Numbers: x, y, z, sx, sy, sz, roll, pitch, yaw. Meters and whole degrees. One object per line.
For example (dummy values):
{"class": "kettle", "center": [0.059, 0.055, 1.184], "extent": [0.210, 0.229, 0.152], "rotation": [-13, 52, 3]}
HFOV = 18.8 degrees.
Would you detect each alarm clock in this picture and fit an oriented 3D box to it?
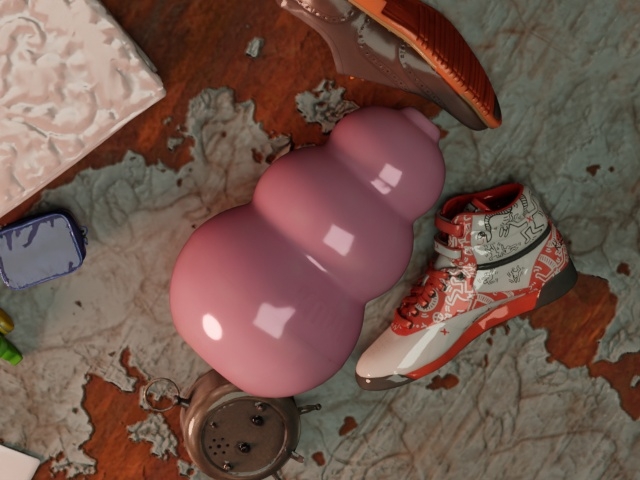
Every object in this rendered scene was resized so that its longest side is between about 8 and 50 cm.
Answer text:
{"class": "alarm clock", "center": [-0.105, 0.197, 2.117], "extent": [0.192, 0.064, 0.129], "rotation": [22, 107, -15]}

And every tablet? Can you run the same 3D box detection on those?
{"class": "tablet", "center": [-0.349, 0.266, 2.129], "extent": [0.054, 0.006, 0.083], "rotation": [24, 107, -19]}

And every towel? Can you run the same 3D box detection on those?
{"class": "towel", "center": [-0.371, -0.183, 1.912], "extent": [0.317, 0.053, 0.332], "rotation": [-35, 114, 4]}

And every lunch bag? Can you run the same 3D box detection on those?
{"class": "lunch bag", "center": [-0.287, 0.006, 2.000], "extent": [0.098, 0.065, 0.067], "rotation": [-17, 99, -2]}

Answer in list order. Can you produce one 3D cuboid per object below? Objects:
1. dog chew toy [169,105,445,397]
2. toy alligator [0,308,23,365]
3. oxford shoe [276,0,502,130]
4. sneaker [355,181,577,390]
{"class": "dog chew toy", "center": [0.000, 0.000, 1.983], "extent": [0.206, 0.206, 0.332], "rotation": [41, 93, -22]}
{"class": "toy alligator", "center": [-0.378, 0.073, 2.017], "extent": [0.056, 0.051, 0.189], "rotation": [-39, 114, 6]}
{"class": "oxford shoe", "center": [0.074, -0.196, 1.978], "extent": [0.271, 0.097, 0.098], "rotation": [41, 118, -16]}
{"class": "sneaker", "center": [0.132, 0.042, 2.079], "extent": [0.270, 0.090, 0.145], "rotation": [-29, 114, -1]}
